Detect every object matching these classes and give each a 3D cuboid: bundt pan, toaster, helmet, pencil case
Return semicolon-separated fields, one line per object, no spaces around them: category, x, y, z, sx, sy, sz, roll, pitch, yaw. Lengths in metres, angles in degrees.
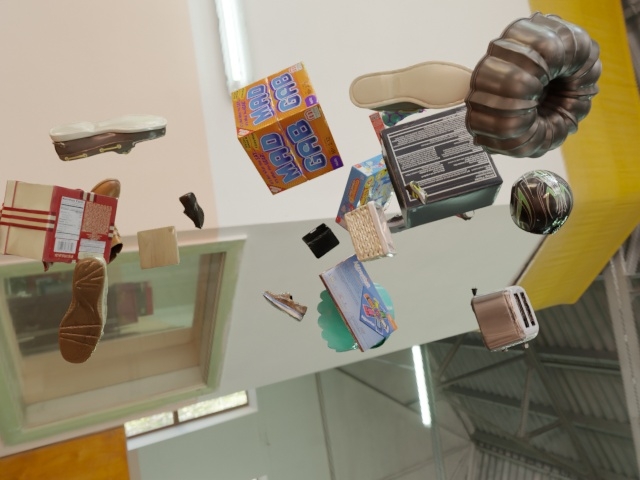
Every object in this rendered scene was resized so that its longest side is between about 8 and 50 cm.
bundt pan;0.497;-0.329;1.017;0.124;0.331;0.330;50;-42;49
toaster;0.586;0.237;1.434;0.146;0.129;0.226;-31;-113;45
helmet;0.625;-0.116;1.274;0.169;0.169;0.161;44;-29;50
pencil case;0.299;-0.462;1.610;0.152;0.064;0.070;-20;-84;37

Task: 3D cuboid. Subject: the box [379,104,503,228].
box;0.372;-0.229;1.436;0.182;0.296;0.294;63;13;-66

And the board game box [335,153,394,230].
board game box;0.226;-0.227;2.015;0.086;0.302;0.308;39;-44;25

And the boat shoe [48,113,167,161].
boat shoe;-0.626;-0.309;1.356;0.116;0.325;0.096;-128;-150;-47

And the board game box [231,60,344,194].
board game box;-0.147;-0.495;2.006;0.356;0.356;0.356;60;10;-49

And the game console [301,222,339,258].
game console;0.000;0.000;1.912;0.107;0.122;0.071;45;-12;52

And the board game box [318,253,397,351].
board game box;0.123;0.198;1.441;0.281;0.145;0.027;61;-19;-1

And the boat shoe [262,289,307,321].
boat shoe;-0.127;0.223;1.620;0.183;0.066;0.066;30;-21;21

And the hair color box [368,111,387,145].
hair color box;0.274;-0.496;2.017;0.167;0.053;0.093;66;19;-15

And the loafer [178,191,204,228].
loafer;-0.628;-0.146;2.192;0.080;0.078;0.220;-86;170;-48

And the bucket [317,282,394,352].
bucket;0.133;0.281;1.687;0.281;0.183;0.281;-4;-95;59

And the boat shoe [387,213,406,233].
boat shoe;0.367;-0.091;2.119;0.228;0.080;0.076;-19;-129;51

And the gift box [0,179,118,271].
gift box;-0.821;-0.034;1.372;0.258;0.255;0.276;8;-97;27

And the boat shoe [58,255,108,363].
boat shoe;-0.618;0.183;1.201;0.089;0.105;0.285;-164;-92;-79

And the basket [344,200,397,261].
basket;0.151;-0.021;1.361;0.103;0.113;0.167;-20;-101;19

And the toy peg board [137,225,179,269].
toy peg board;-0.666;0.033;1.881;0.079;0.161;0.161;56;24;-83

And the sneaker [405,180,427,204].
sneaker;0.264;-0.131;1.236;0.035;0.031;0.083;-10;-51;48

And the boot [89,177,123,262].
boot;-0.775;-0.064;1.625;0.283;0.109;0.220;-50;-121;12

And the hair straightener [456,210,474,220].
hair straightener;0.543;-0.146;1.848;0.230;0.047;0.089;38;-52;52

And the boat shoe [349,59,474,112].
boat shoe;0.226;-0.367;1.087;0.305;0.091;0.109;2;-79;18
